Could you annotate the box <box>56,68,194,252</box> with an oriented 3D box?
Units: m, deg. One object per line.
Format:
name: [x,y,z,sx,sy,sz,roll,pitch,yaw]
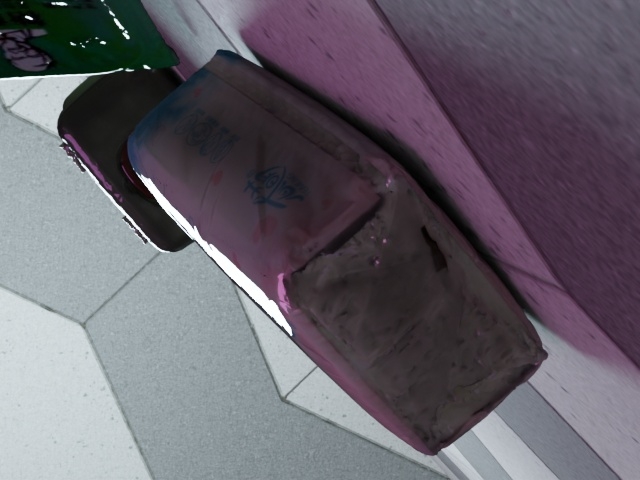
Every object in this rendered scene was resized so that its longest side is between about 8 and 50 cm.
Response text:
box: [-0.187,-0.102,1.534,0.210,0.148,0.129,51,-179,-24]

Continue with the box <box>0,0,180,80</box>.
box: [-0.270,-0.229,1.046,0.336,0.264,0.106,62,-153,-73]

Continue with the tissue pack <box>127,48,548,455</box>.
tissue pack: [0.001,0.002,0.921,0.201,0.124,0.271,46,175,-34]
